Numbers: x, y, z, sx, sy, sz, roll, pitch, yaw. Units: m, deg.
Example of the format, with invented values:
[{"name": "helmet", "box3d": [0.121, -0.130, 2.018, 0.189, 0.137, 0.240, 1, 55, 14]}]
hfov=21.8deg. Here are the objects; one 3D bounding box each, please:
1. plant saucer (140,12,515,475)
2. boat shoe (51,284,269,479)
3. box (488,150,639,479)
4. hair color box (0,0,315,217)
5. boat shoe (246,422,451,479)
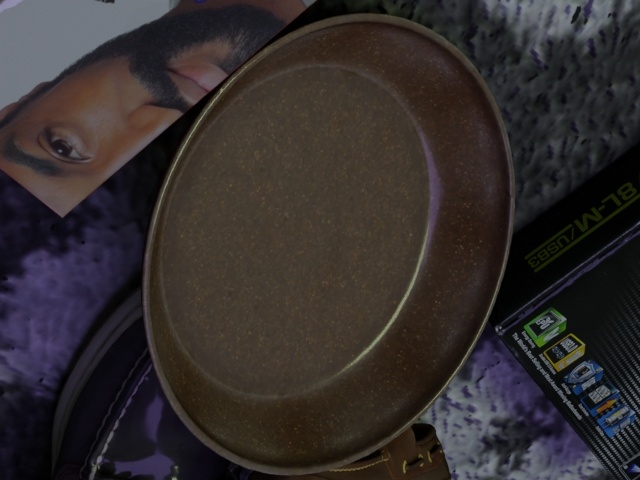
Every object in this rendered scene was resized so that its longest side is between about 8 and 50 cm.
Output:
[{"name": "plant saucer", "box3d": [0.000, 0.000, 0.704, 0.199, 0.036, 0.198, -15, 114, -36]}, {"name": "boat shoe", "box3d": [-0.085, 0.142, 0.775, 0.103, 0.092, 0.285, 12, 119, -31]}, {"name": "box", "box3d": [0.192, 0.027, 0.858, 0.184, 0.045, 0.190, -35, 135, 6]}, {"name": "hair color box", "box3d": [-0.069, -0.097, 0.613, 0.167, 0.053, 0.093, -40, 135, 9]}, {"name": "boat shoe", "box3d": [0.014, 0.110, 0.798, 0.064, 0.060, 0.178, -1, 171, 26]}]
